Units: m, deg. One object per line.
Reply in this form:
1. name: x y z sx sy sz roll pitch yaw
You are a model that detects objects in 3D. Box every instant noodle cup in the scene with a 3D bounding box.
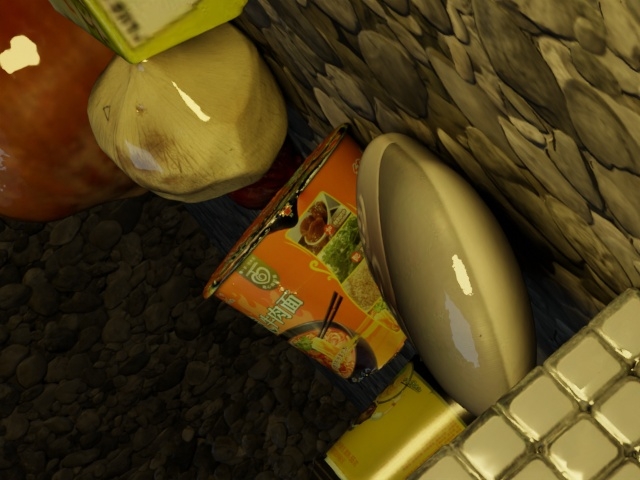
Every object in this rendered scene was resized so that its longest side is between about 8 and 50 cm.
1. instant noodle cup: 0.139 0.253 1.778 0.215 0.236 0.215 48 175 5
2. instant noodle cup: 0.018 0.024 1.420 0.182 0.230 0.230 41 173 -6

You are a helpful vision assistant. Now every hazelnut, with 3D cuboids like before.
1. hazelnut: -0.330 -0.211 1.684 0.366 0.366 0.366 47 173 8

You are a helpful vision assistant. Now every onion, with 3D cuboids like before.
1. onion: -0.081 -0.088 1.821 0.151 0.098 0.206 47 172 22

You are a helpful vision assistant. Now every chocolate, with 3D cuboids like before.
1. chocolate: -0.241 -0.330 1.349 0.301 0.137 0.289 53 171 -33

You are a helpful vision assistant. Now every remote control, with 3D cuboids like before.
1. remote control: 0.100 0.024 1.171 0.332 0.103 0.221 -126 14 -74

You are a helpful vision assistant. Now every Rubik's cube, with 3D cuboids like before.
1. Rubik's cube: 0.235 0.219 1.052 0.238 0.237 0.237 46 171 26

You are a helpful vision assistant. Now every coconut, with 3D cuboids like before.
1. coconut: -0.148 -0.144 1.519 0.224 0.224 0.224 47 173 8

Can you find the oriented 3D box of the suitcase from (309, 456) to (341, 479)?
1. suitcase: 0.187 0.422 1.998 0.434 0.194 0.283 7 -174 -16
